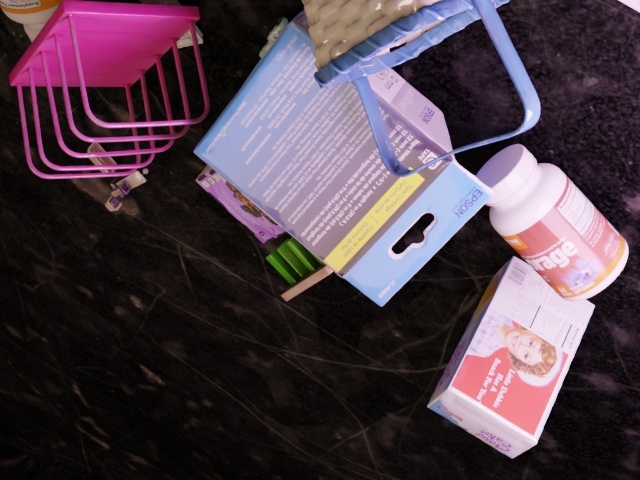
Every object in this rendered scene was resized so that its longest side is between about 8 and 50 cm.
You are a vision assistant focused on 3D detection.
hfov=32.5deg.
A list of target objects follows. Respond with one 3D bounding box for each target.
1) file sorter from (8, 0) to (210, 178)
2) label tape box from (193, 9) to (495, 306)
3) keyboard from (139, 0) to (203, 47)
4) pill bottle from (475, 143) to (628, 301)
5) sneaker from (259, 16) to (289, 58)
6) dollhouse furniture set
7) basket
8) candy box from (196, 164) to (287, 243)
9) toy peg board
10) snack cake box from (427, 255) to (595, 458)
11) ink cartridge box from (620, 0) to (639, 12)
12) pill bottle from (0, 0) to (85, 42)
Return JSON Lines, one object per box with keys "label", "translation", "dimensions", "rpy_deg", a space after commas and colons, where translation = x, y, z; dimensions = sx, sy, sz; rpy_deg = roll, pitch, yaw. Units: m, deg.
{"label": "file sorter", "translation": [-0.316, -0.212, 1.635], "dimensions": [0.291, 0.202, 0.182], "rpy_deg": [-25, 73, 57]}
{"label": "label tape box", "translation": [0.037, -0.114, 1.518], "dimensions": [0.348, 0.115, 0.249], "rpy_deg": [39, 120, -5]}
{"label": "keyboard", "translation": [-0.266, -0.387, 1.612], "dimensions": [0.072, 0.014, 0.256], "rpy_deg": [-5, 132, 44]}
{"label": "pill bottle", "translation": [0.311, -0.026, 1.506], "dimensions": [0.216, 0.121, 0.121], "rpy_deg": [43, 146, -17]}
{"label": "sneaker", "translation": [-0.043, -0.273, 1.557], "dimensions": [0.069, 0.038, 0.098], "rpy_deg": [33, 157, -4]}
{"label": "dollhouse furniture set", "translation": [-0.376, -0.129, 2.001], "dimensions": [0.081, 0.091, 0.114], "rpy_deg": [-24, 116, 36]}
{"label": "basket", "translation": [0.116, -0.233, 1.289], "dimensions": [0.255, 0.201, 0.288], "rpy_deg": [-17, 92, 51]}
{"label": "candy box", "translation": [-0.084, -0.094, 1.797], "dimensions": [0.165, 0.070, 0.196], "rpy_deg": [43, 146, -17]}
{"label": "toy peg board", "translation": [0.000, 0.000, 1.777], "dimensions": [0.079, 0.160, 0.161], "rpy_deg": [48, 146, -6]}
{"label": "snack cake box", "translation": [0.291, 0.173, 1.656], "dimensions": [0.152, 0.264, 0.089], "rpy_deg": [32, 148, 0]}
{"label": "ink cartridge box", "translation": [0.309, -0.359, 1.131], "dimensions": [0.224, 0.045, 0.223], "rpy_deg": [30, 148, 4]}
{"label": "pill bottle", "translation": [-0.423, -0.405, 1.606], "dimensions": [0.136, 0.136, 0.245], "rpy_deg": [14, 144, 26]}
